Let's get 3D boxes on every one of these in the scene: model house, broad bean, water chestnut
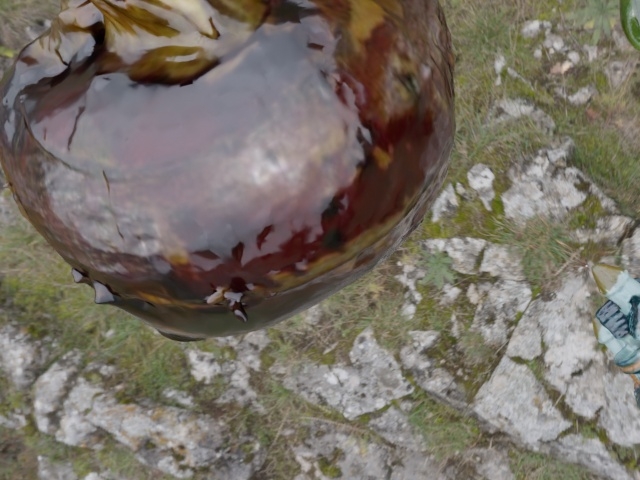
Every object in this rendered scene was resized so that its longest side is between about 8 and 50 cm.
[{"bbox_3d":[0.575,0.167,1.147,0.184,0.253,0.291,-43,78,18],"label":"model house"},{"bbox_3d":[0.352,-0.306,0.725,0.039,0.069,0.226,-8,52,28],"label":"broad bean"},{"bbox_3d":[-0.077,-0.108,0.449,0.335,0.347,0.335,-13,45,13],"label":"water chestnut"}]
